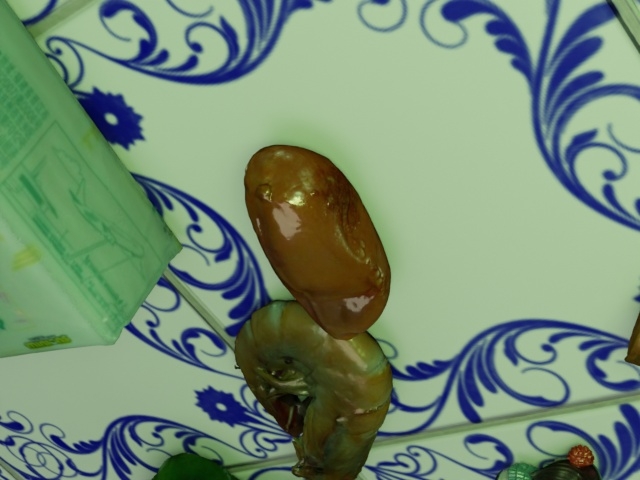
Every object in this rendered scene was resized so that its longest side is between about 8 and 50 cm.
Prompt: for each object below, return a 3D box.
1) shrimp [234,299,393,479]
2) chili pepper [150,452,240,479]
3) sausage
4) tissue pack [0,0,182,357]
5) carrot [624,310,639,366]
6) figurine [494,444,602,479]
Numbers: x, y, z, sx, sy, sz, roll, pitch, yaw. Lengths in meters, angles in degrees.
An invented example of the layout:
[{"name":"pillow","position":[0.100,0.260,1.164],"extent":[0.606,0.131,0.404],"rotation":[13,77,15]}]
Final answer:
[{"name":"shrimp","position":[-0.017,0.156,1.058],"extent":[0.152,0.063,0.287],"rotation":[22,135,11]},{"name":"chili pepper","position":[-0.056,0.383,1.192],"extent":[0.385,0.213,0.167],"rotation":[39,158,4]},{"name":"sausage","position":[0.000,0.000,0.883],"extent":[0.089,0.089,0.179],"rotation":[-1,134,29]},{"name":"tissue pack","position":[-0.340,-0.076,0.925],"extent":[0.287,0.162,0.388],"rotation":[-10,127,32]},{"name":"carrot","position":[0.311,0.096,0.806],"extent":[0.193,0.087,0.087],"rotation":[28,139,3]},{"name":"figurine","position":[0.201,0.212,1.014],"extent":[0.106,0.047,0.060],"rotation":[-18,86,48]}]
